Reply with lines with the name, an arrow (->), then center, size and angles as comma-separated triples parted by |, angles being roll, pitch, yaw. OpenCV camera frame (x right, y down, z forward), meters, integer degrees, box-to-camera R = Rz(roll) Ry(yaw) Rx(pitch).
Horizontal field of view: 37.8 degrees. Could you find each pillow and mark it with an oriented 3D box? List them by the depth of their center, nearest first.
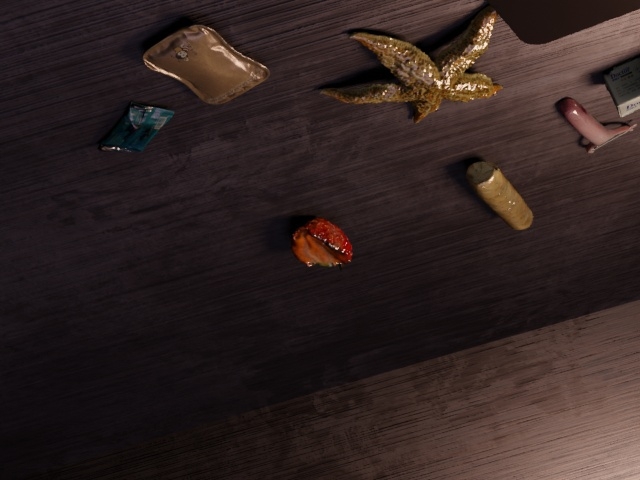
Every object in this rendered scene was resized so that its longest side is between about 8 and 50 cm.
pillow -> -0.180, -0.283, 1.513 | 0.130, 0.033, 0.217 | -25, 154, 21

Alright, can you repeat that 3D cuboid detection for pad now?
pad -> 0.382, -0.461, 1.435 | 0.315, 0.063, 0.375 | -15, 151, 32

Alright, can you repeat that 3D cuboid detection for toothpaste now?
toothpaste -> 0.725, -0.352, 1.853 | 0.313, 0.089, 0.071 | -23, 160, 15

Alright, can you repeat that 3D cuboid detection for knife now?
knife -> 0.598, -0.250, 2.038 | 0.123, 0.053, 0.278 | -35, 151, 25

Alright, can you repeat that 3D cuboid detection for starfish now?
starfish -> 0.181, -0.285, 1.692 | 0.358, 0.078, 0.347 | -18, 158, 5

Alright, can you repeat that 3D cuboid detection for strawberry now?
strawberry -> 0.001, 0.002, 2.163 | 0.192, 0.085, 0.140 | 28, 150, -29

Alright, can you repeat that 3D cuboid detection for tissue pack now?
tissue pack -> -0.323, -0.190, 1.634 | 0.085, 0.027, 0.138 | 5, 152, -38

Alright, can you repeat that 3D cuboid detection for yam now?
yam -> 0.425, -0.103, 2.209 | 0.083, 0.083, 0.371 | -24, 156, 17
